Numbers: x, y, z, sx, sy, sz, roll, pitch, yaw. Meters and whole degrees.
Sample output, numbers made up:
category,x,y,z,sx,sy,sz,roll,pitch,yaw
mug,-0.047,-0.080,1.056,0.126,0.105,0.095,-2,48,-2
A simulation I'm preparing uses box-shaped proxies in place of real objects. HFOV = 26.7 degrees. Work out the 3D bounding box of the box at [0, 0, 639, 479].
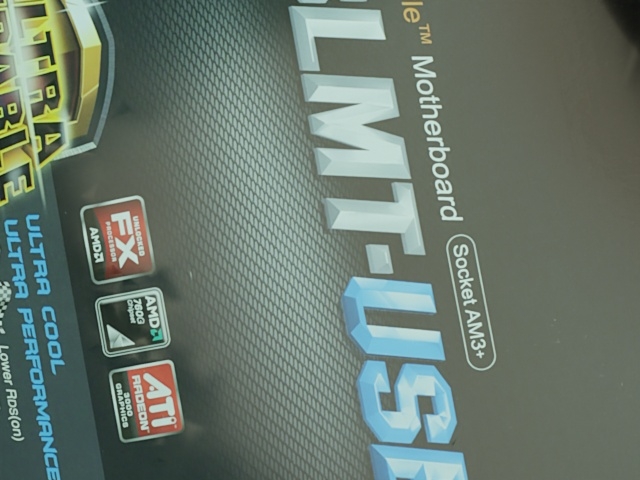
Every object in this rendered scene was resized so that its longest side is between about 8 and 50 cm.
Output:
category,x,y,z,sx,sy,sz,roll,pitch,yaw
box,0.000,0.000,0.453,0.293,0.073,0.295,-10,87,10
